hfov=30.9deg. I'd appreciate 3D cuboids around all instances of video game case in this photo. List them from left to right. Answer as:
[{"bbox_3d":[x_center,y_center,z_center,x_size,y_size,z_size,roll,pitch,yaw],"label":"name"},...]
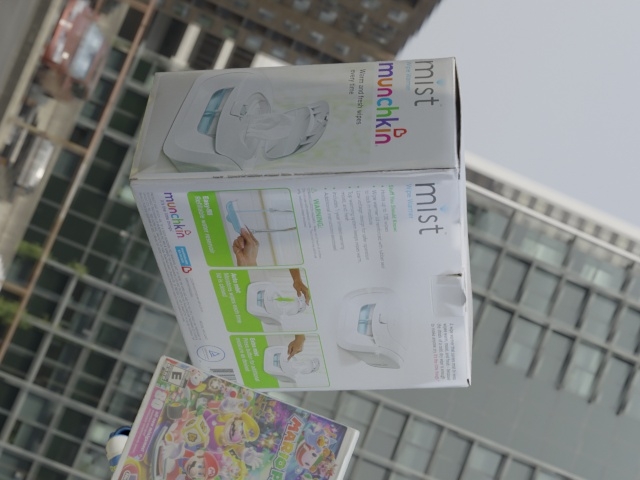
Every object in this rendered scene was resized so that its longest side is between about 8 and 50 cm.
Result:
[{"bbox_3d":[-0.050,0.123,0.631,0.011,0.122,0.087,46,64,-70],"label":"video game case"}]

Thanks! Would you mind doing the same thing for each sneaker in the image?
[{"bbox_3d":[-0.195,0.222,1.258,0.053,0.059,0.144,-27,-179,6],"label":"sneaker"}]

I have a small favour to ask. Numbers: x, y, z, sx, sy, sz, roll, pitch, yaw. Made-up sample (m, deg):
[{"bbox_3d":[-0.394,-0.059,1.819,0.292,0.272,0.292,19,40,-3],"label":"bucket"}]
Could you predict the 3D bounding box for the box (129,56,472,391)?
[{"bbox_3d":[0.000,0.000,0.900,0.262,0.231,0.126,78,11,-48],"label":"box"}]
